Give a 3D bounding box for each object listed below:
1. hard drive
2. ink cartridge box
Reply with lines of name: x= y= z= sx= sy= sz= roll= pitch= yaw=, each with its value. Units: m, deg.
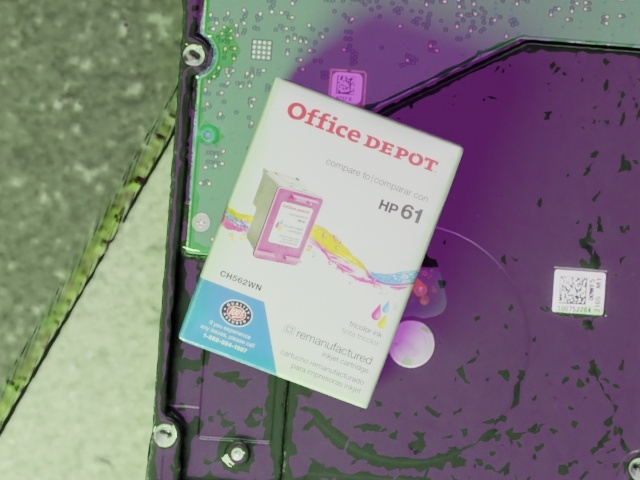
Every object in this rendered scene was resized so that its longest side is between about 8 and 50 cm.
hard drive: x=0.044 y=-0.004 z=0.742 sx=0.237 sy=0.064 sz=0.339 roll=3 pitch=90 yaw=-2
ink cartridge box: x=0.000 y=0.000 z=0.684 sx=0.088 sy=0.052 sz=0.122 roll=20 pitch=88 yaw=-1
